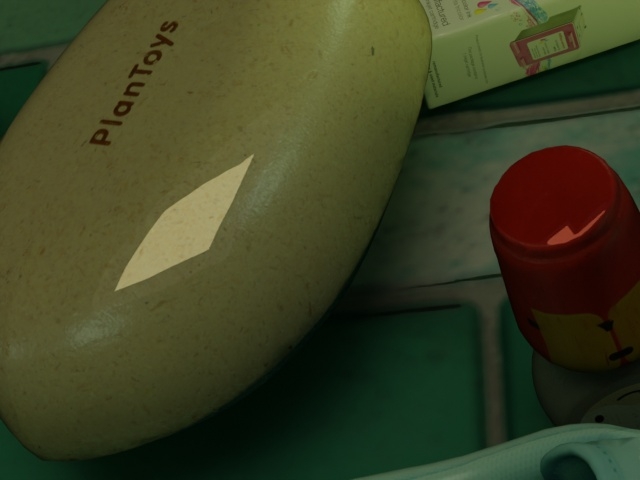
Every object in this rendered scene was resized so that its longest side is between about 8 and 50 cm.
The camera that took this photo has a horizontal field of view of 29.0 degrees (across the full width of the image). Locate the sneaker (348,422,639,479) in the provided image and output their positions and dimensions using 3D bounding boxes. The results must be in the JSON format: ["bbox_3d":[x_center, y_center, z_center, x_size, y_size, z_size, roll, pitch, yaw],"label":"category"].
[{"bbox_3d":[0.134,0.117,0.376,0.366,0.150,0.135,-13,54,9],"label":"sneaker"}]

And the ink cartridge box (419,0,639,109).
[{"bbox_3d":[0.097,-0.130,0.624,0.122,0.052,0.088,-18,52,4],"label":"ink cartridge box"}]

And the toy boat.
[{"bbox_3d":[0.000,0.000,0.521,0.318,0.148,0.267,16,65,34],"label":"toy boat"}]
